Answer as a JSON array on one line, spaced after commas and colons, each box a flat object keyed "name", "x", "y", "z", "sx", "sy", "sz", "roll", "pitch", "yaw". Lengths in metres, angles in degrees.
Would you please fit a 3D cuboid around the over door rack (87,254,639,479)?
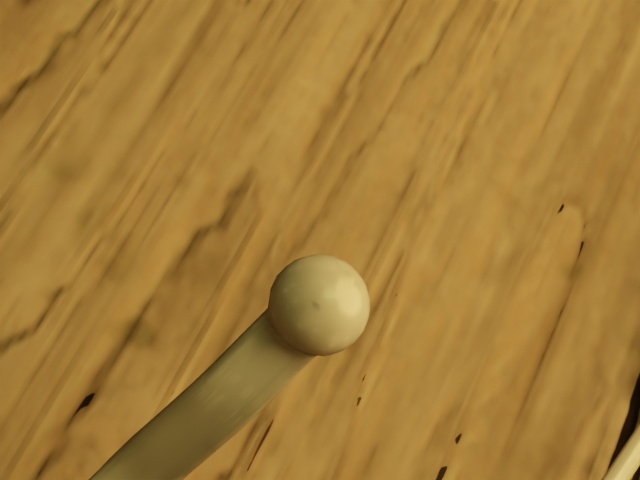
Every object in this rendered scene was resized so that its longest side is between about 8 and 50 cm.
[{"name": "over door rack", "x": 0.000, "y": 0.000, "z": 0.448, "sx": 0.239, "sy": 0.108, "sz": 0.324, "roll": 43, "pitch": 54, "yaw": -8}]
